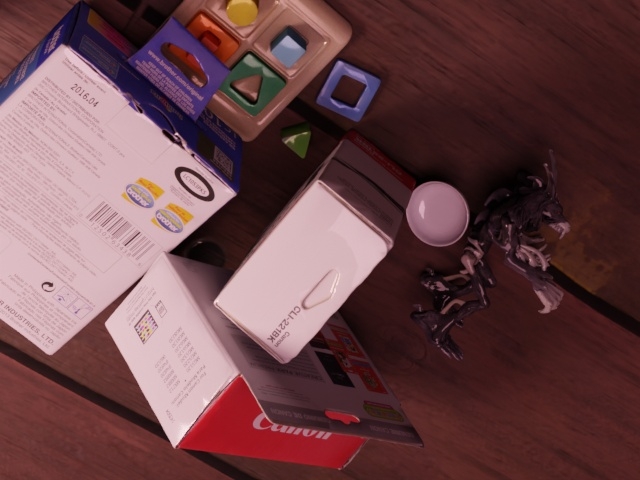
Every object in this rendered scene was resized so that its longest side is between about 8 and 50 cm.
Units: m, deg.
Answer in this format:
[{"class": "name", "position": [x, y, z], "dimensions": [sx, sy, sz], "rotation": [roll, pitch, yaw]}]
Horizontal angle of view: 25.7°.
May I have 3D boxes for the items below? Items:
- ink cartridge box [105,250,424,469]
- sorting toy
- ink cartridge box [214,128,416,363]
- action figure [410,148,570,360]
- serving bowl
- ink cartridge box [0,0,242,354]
[{"class": "ink cartridge box", "position": [-0.062, 0.174, 1.683], "dimensions": [0.309, 0.272, 0.130], "rotation": [18, 119, -48]}, {"class": "sorting toy", "position": [-0.088, -0.232, 1.665], "dimensions": [0.347, 0.047, 0.196], "rotation": [38, 109, -20]}, {"class": "ink cartridge box", "position": [0.000, 0.000, 1.654], "dimensions": [0.114, 0.273, 0.197], "rotation": [39, 108, -5]}, {"class": "action figure", "position": [0.238, 0.019, 1.764], "dimensions": [0.141, 0.164, 0.276], "rotation": [34, 120, -9]}, {"class": "serving bowl", "position": [0.151, -0.036, 1.754], "dimensions": [0.083, 0.027, 0.083], "rotation": [7, 106, 27]}, {"class": "ink cartridge box", "position": [-0.278, -0.087, 1.654], "dimensions": [0.395, 0.151, 0.270], "rotation": [-39, 114, 21]}]
